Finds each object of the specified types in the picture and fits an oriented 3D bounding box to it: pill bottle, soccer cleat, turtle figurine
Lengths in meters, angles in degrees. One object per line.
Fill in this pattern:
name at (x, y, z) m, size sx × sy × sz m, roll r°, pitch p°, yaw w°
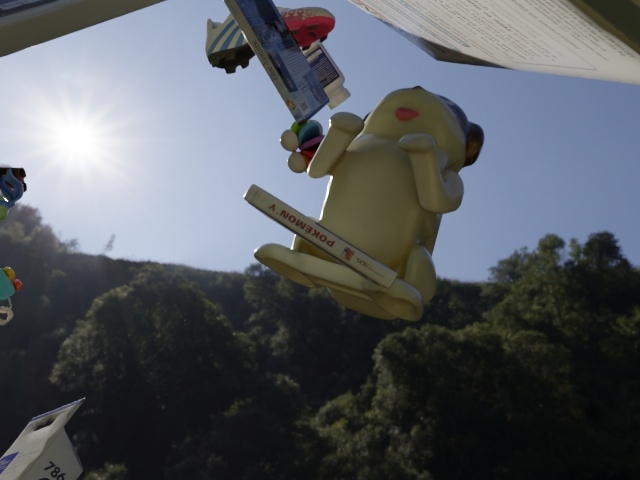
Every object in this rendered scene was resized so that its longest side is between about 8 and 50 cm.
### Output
pill bottle at (0.006, -0.438, 1.496) m, size 0.094 × 0.094 × 0.169 m, roll -23°, pitch -72°, yaw 47°
soccer cleat at (-0.127, -0.488, 1.257) m, size 0.331 × 0.143 × 0.116 m, roll -9°, pitch -5°, yaw 26°
turtle figurine at (-0.672, -0.100, 0.943) m, size 0.266 × 0.275 × 0.198 m, roll 49°, pitch -5°, yaw 23°

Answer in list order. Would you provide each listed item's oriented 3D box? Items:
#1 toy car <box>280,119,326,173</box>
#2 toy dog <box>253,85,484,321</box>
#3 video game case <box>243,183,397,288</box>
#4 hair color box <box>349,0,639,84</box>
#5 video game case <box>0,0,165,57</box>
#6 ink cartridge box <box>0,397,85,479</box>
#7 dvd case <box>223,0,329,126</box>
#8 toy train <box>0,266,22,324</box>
toy car at (-0.032, -0.311, 1.842) m, size 0.136 × 0.159 × 0.181 m, roll 4°, pitch -63°, yaw 53°
toy dog at (0.141, -0.076, 0.985) m, size 0.285 × 0.407 × 0.395 m, roll 14°, pitch -14°, yaw 34°
video game case at (0.000, 0.000, 0.687) m, size 0.184 × 0.023 × 0.201 m, roll 32°, pitch -2°, yaw 2°
hair color box at (0.121, -0.225, 0.438) m, size 0.185 × 0.113 × 0.374 m, roll 26°, pitch 13°, yaw -19°
video game case at (-0.200, -0.179, 0.355) m, size 0.173 × 0.190 × 0.022 m, roll 31°, pitch -42°, yaw 17°
ink cartridge box at (-0.397, 0.345, 0.655) m, size 0.165 × 0.332 × 0.065 m, roll -26°, pitch -68°, yaw 37°
dvd case at (-0.073, -0.348, 1.053) m, size 0.022 × 0.180 × 0.253 m, roll -25°, pitch -74°, yaw 25°
toy train at (-0.597, 0.080, 0.938) m, size 0.166 × 0.125 × 0.046 m, roll 29°, pitch -39°, yaw -32°
